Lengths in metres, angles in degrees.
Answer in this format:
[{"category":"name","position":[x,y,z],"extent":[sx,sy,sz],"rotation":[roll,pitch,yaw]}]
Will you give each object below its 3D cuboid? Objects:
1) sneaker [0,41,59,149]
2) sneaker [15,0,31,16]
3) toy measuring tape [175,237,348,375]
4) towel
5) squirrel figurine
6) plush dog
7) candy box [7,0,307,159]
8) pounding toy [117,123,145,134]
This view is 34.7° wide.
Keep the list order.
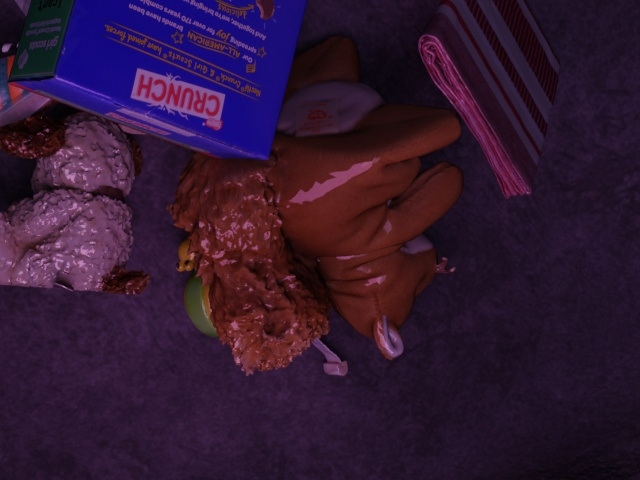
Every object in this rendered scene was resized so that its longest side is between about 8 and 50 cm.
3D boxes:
[{"category":"sneaker","position":[-0.386,-0.208,1.285],"extent":[0.302,0.108,0.121],"rotation":[-39,98,-5]},{"category":"sneaker","position":[-0.260,-0.421,1.174],"extent":[0.236,0.130,0.322],"rotation":[-16,94,-34]},{"category":"toy measuring tape","position":[-0.093,0.121,1.460],"extent":[0.121,0.121,0.330],"rotation":[-40,116,6]},{"category":"towel","position":[0.221,-0.232,1.298],"extent":[0.037,0.329,0.237],"rotation":[-19,118,32]},{"category":"squirrel figurine","position":[0.000,0.000,1.351],"extent":[0.397,0.281,0.370],"rotation":[-33,135,-22]},{"category":"plush dog","position":[-0.303,-0.050,1.287],"extent":[0.211,0.262,0.225],"rotation":[3,87,24]},{"category":"candy box","position":[-0.154,-0.273,1.111],"extent":[0.268,0.122,0.317],"rotation":[19,81,-38]},{"category":"pounding toy","position":[-0.154,-0.237,1.251],"extent":[0.269,0.155,0.154],"rotation":[-52,141,7]}]
